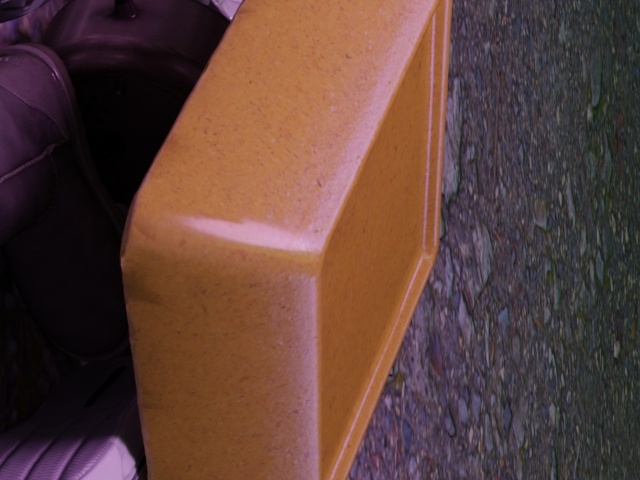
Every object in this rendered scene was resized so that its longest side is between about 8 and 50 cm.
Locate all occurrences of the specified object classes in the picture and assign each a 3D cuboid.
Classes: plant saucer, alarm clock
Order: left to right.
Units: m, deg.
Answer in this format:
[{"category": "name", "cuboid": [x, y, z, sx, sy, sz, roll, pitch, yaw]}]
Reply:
[{"category": "alarm clock", "cuboid": [-0.098, -0.086, 1.057, 0.192, 0.129, 0.064, 81, 18, -44]}, {"category": "plant saucer", "cuboid": [0.000, 0.000, 1.077, 0.332, 0.081, 0.333, 88, 20, -47]}]

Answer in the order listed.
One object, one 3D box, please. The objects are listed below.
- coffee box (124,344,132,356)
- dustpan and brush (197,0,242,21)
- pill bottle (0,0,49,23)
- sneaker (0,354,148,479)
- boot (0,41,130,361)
[{"category": "coffee box", "cuboid": [-0.079, 0.134, 1.235, 0.113, 0.040, 0.184, -67, 148, -51]}, {"category": "dustpan and brush", "cuboid": [-0.061, -0.140, 1.248, 0.211, 0.060, 0.147, 16, 36, -52]}, {"category": "pill bottle", "cuboid": [-0.190, -0.179, 0.801, 0.246, 0.130, 0.130, 27, 62, -69]}, {"category": "sneaker", "cuboid": [-0.125, 0.138, 1.013, 0.258, 0.094, 0.091, -40, 123, -67]}, {"category": "boot", "cuboid": [-0.164, -0.001, 0.946, 0.208, 0.076, 0.189, -56, 126, -71]}]
